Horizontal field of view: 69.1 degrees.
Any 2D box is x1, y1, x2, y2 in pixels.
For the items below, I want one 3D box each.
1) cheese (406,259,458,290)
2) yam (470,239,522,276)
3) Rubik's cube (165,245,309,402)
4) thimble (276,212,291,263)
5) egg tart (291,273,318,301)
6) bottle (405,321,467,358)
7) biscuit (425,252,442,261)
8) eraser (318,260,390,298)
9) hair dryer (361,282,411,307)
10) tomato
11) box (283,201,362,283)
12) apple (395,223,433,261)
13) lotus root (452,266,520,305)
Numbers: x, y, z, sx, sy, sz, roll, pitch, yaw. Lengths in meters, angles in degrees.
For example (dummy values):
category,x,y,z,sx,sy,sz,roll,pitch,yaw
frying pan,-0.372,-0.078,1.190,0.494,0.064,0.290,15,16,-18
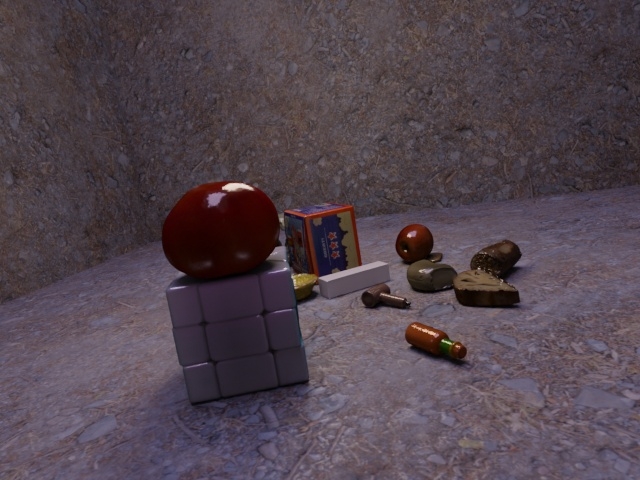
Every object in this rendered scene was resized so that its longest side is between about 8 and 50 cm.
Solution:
category,x,y,z,sx,sy,sz,roll,pitch,yaw
cheese,0.421,0.131,1.816,0.175,0.091,0.202,-9,11,-10
yam,0.682,0.077,1.820,0.128,0.129,0.238,40,38,26
Rubik's cube,-0.219,0.214,1.301,0.318,0.316,0.322,-10,10,-5
thimble,-0.201,-0.003,2.533,0.291,0.292,0.195,-1,12,32
egg tart,-0.111,0.192,1.912,0.212,0.090,0.212,-6,13,1
bottle,0.311,0.273,1.247,0.069,0.069,0.187,-14,14,-28
biscuit,0.535,0.078,2.187,0.071,0.019,0.147,-4,10,21
eraser,0.142,0.159,1.919,0.297,0.076,0.078,-14,12,-24
hair dryer,0.249,0.208,1.663,0.181,0.064,0.117,13,21,42
tomato,-0.248,-0.033,1.172,0.298,0.227,0.298,-5,12,1
box,0.000,0.000,2.205,0.256,0.319,0.348,-12,12,-18
apple,0.437,0.013,2.185,0.168,0.181,0.180,-26,20,-38
lotus root,0.544,0.166,1.593,0.170,0.075,0.261,-9,13,0
